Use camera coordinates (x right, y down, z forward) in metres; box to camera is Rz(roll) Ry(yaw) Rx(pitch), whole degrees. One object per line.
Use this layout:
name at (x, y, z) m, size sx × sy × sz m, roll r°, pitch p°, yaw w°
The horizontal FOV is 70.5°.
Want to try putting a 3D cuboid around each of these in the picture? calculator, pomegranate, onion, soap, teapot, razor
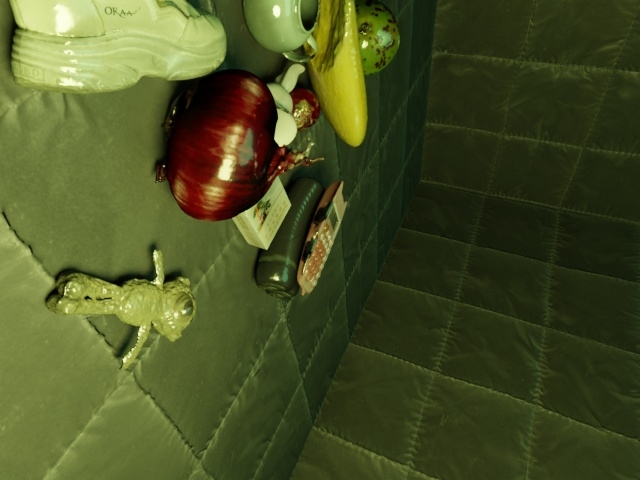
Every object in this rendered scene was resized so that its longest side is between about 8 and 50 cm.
calculator at (0.000, 0.000, 1.300) m, size 0.220 × 0.048 × 0.330 m, roll 70°, pitch 38°, yaw -71°
pomegranate at (0.122, -0.593, 1.337) m, size 0.263 × 0.210 × 0.211 m, roll -104°, pitch -156°, yaw -78°
onion at (-0.138, -0.157, 0.810) m, size 0.273 × 0.284 × 0.273 m, roll -167°, pitch -90°, yaw -87°
soap at (0.030, -0.435, 1.130) m, size 0.115 × 0.306 × 0.427 m, roll -24°, pitch 138°, yaw -8°
teapot at (-0.072, -0.494, 0.946) m, size 0.294 × 0.129 × 0.193 m, roll 66°, pitch 43°, yaw -60°
razor at (-0.080, -0.008, 1.295) m, size 0.204 × 0.113 × 0.349 m, roll 67°, pitch 39°, yaw -65°
onion at (-0.053, -0.339, 1.172) m, size 0.107 × 0.097 × 0.107 m, roll -13°, pitch 118°, yaw -27°

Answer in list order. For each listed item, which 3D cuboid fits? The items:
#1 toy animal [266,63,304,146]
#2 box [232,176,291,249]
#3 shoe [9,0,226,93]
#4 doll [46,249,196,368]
toy animal at (-0.112, -0.328, 1.031) m, size 0.104 × 0.130 × 0.221 m, roll 123°, pitch -26°, yaw -47°
box at (-0.154, -0.101, 1.094) m, size 0.233 × 0.066 × 0.150 m, roll 69°, pitch 39°, yaw -58°
shoe at (-0.243, -0.322, 0.592) m, size 0.342 × 0.132 × 0.211 m, roll -42°, pitch 145°, yaw -52°
doll at (-0.317, 0.099, 0.786) m, size 0.286 × 0.091 × 0.203 m, roll 65°, pitch 31°, yaw -46°
